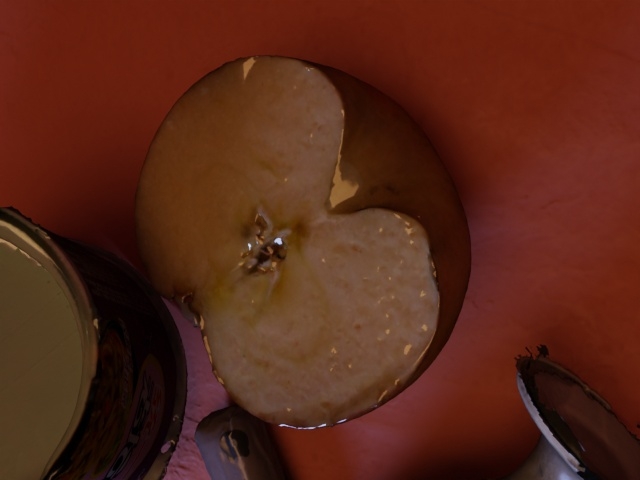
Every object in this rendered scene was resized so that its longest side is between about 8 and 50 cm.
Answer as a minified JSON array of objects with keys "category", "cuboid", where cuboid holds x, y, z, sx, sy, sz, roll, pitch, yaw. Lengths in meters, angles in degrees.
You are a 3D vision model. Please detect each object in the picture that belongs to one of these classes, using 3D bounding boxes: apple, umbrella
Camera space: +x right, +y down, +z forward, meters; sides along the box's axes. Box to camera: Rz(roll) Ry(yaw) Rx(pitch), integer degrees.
[{"category":"apple","cuboid":[0.000,0.000,0.646,0.251,0.163,0.292,-37,73,30]},{"category":"umbrella","cuboid":[-0.038,0.327,0.777,0.073,0.067,0.337,-20,94,36]}]

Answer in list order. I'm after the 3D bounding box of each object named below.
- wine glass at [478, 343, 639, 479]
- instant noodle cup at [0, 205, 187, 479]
[{"category":"wine glass","cuboid":[0.123,0.271,0.644,0.190,0.190,0.357,40,112,8]},{"category":"instant noodle cup","cuboid":[-0.284,0.124,0.641,0.340,0.266,0.339,2,75,-7]}]
